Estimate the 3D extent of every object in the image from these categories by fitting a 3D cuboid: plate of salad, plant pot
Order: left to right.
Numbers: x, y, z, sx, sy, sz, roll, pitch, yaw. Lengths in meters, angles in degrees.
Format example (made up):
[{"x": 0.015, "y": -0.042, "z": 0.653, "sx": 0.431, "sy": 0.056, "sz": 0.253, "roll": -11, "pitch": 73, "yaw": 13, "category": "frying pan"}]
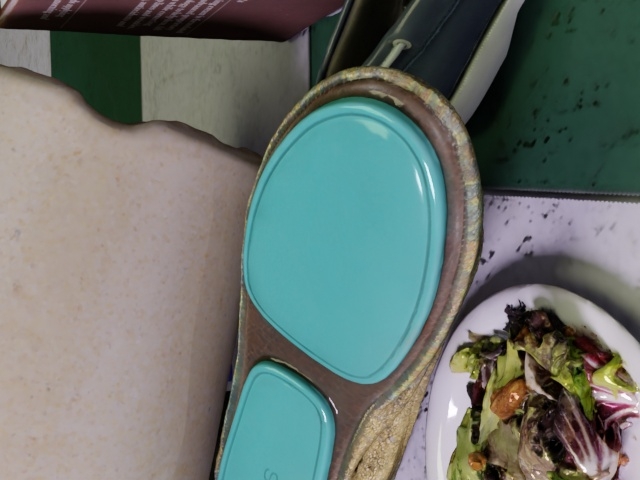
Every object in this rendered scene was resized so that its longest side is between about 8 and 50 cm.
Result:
[{"x": -0.184, "y": 0.055, "z": 0.674, "sx": 0.334, "sy": 0.334, "sz": 0.305, "roll": 21, "pitch": 93, "yaw": 60, "category": "plant pot"}, {"x": 0.097, "y": 0.120, "z": 0.482, "sx": 0.200, "sy": 0.048, "sz": 0.199, "roll": 12, "pitch": 104, "yaw": 62, "category": "plate of salad"}]

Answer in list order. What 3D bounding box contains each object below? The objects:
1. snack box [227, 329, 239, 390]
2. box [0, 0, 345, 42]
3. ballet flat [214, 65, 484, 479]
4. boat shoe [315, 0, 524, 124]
[{"x": -0.097, "y": 0.031, "z": 0.819, "sx": 0.022, "sy": 0.064, "sz": 0.178, "roll": 9, "pitch": 101, "yaw": 63, "category": "snack box"}, {"x": -0.083, "y": -0.221, "z": 0.617, "sx": 0.168, "sy": 0.203, "sz": 0.167, "roll": -13, "pitch": 81, "yaw": 62, "category": "box"}, {"x": 0.018, "y": 0.043, "z": 0.549, "sx": 0.348, "sy": 0.123, "sz": 0.123, "roll": 105, "pitch": 148, "yaw": -40, "category": "ballet flat"}, {"x": 0.062, "y": -0.162, "z": 0.481, "sx": 0.095, "sy": 0.079, "sz": 0.254, "roll": -110, "pitch": 33, "yaw": -43, "category": "boat shoe"}]
